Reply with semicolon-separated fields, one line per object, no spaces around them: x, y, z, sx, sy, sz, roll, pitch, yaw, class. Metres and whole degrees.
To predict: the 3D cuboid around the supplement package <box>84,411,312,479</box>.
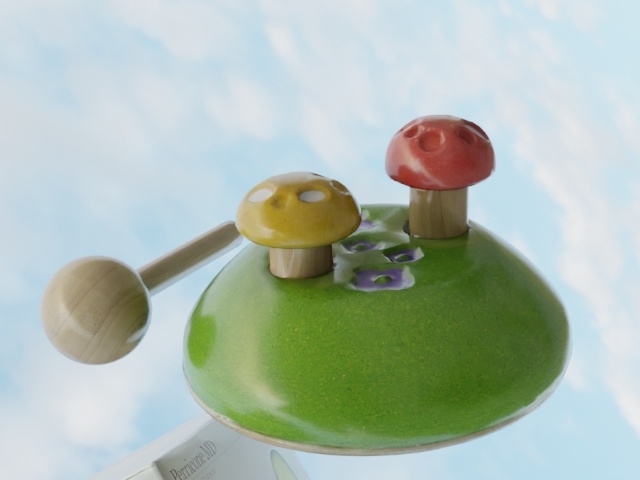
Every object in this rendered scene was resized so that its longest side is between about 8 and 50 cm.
-0.062;0.208;0.631;0.203;0.149;0.194;59;-169;1;supplement package

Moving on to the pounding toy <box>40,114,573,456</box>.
0.000;0.000;0.591;0.183;0.237;0.110;-37;-50;-52;pounding toy
